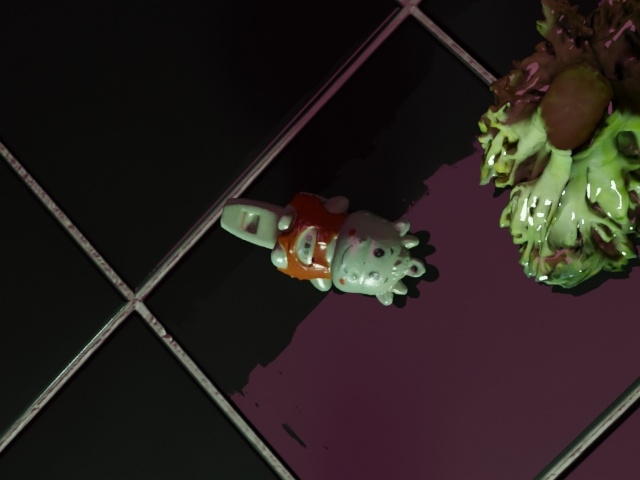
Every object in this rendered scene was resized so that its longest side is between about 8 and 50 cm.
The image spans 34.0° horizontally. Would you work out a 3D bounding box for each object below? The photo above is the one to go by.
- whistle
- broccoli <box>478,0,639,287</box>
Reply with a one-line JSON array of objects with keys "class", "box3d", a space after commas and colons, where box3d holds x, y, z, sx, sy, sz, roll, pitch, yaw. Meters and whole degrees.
[{"class": "whistle", "box3d": [0.001, -0.001, 1.207, 0.253, 0.106, 0.101, 18, 73, 18]}, {"class": "broccoli", "box3d": [0.258, -0.111, 1.062, 0.248, 0.245, 0.288, -18, 73, 24]}]
